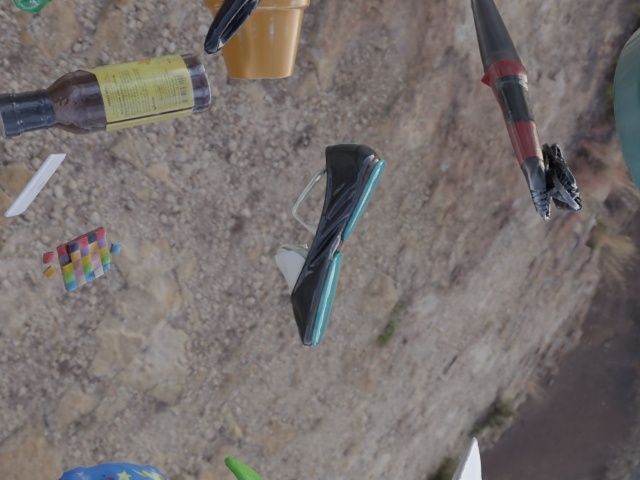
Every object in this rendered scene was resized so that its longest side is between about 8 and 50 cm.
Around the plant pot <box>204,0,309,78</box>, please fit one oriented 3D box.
[{"bbox_3d":[-0.121,-0.415,1.517,0.205,0.205,0.188,-19,115,-44],"label":"plant pot"}]

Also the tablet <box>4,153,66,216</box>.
[{"bbox_3d":[-0.308,-0.061,0.845,0.083,0.006,0.054,-51,-174,5],"label":"tablet"}]

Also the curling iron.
[{"bbox_3d":[0.151,-0.120,0.623,0.035,0.274,0.068,-23,138,17],"label":"curling iron"}]

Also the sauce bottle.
[{"bbox_3d":[-0.362,-0.240,1.312,0.344,0.111,0.111,-14,132,-23],"label":"sauce bottle"}]

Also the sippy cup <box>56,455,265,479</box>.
[{"bbox_3d":[-0.178,0.329,0.691,0.305,0.224,0.240,-14,126,-21],"label":"sippy cup"}]

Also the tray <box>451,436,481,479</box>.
[{"bbox_3d":[0.090,0.321,0.703,0.145,0.030,0.271,-37,148,-62],"label":"tray"}]

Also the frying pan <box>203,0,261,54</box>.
[{"bbox_3d":[0.009,-0.288,0.616,0.326,0.053,0.197,-57,171,11],"label":"frying pan"}]

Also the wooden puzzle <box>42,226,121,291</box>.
[{"bbox_3d":[-0.223,0.018,0.736,0.083,0.006,0.049,-31,135,-38],"label":"wooden puzzle"}]

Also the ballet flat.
[{"bbox_3d":[0.000,0.000,1.054,0.095,0.096,0.281,8,103,-78],"label":"ballet flat"}]

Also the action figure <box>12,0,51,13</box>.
[{"bbox_3d":[-0.182,-0.276,0.704,0.232,0.137,0.063,-28,142,7],"label":"action figure"}]

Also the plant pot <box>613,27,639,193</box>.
[{"bbox_3d":[0.289,-0.085,0.412,0.293,0.293,0.196,-30,-178,-34],"label":"plant pot"}]
